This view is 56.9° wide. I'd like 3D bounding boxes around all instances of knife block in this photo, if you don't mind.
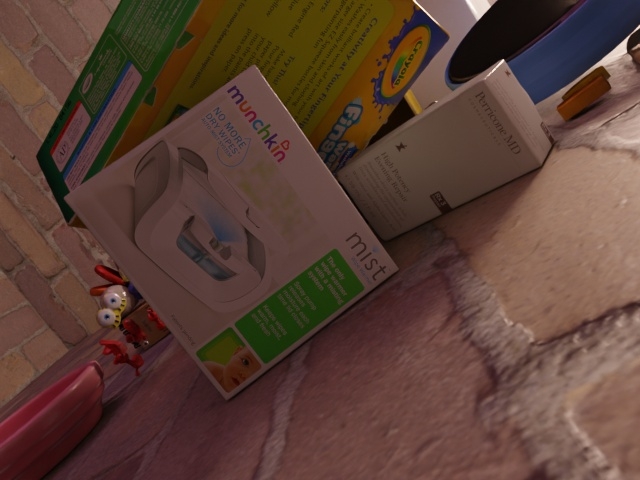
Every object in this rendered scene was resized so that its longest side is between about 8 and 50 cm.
[{"bbox_3d":[-0.374,0.160,1.438,0.276,0.088,0.242,-36,9,4],"label":"knife block"}]

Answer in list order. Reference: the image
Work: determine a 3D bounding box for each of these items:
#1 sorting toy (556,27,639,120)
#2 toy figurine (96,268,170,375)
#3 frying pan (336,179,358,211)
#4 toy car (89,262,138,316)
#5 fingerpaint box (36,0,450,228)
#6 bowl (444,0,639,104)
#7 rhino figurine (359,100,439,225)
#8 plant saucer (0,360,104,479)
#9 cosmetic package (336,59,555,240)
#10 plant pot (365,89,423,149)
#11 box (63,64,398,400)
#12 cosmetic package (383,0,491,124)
[{"bbox_3d":[0.428,-0.251,0.698,0.307,0.041,0.229,-38,3,31],"label":"sorting toy"},{"bbox_3d":[-0.217,0.077,1.084,0.218,0.191,0.362,4,51,15],"label":"toy figurine"},{"bbox_3d":[-0.086,0.036,0.799,0.326,0.197,0.053,-37,49,9],"label":"frying pan"},{"bbox_3d":[-0.457,0.089,1.392,0.182,0.136,0.159,-37,8,-8],"label":"toy car"},{"bbox_3d":[-0.095,-0.201,0.803,0.371,0.163,0.444,14,-61,-50],"label":"fingerpaint box"},{"bbox_3d":[0.361,-0.357,0.941,0.391,0.077,0.391,-43,18,18],"label":"bowl"},{"bbox_3d":[0.107,-0.091,0.876,0.243,0.106,0.073,-36,-20,10],"label":"rhino figurine"},{"bbox_3d":[-0.476,0.329,0.940,0.332,0.084,0.332,-35,9,6],"label":"plant saucer"},{"bbox_3d":[0.144,-0.100,0.715,0.231,0.117,0.085,-30,11,43],"label":"cosmetic package"},{"bbox_3d":[0.105,-0.174,1.042,0.212,0.212,0.187,-32,-4,28],"label":"plant pot"},{"bbox_3d":[-0.089,-0.010,0.648,0.231,0.261,0.127,-36,9,-5],"label":"box"},{"bbox_3d":[0.278,-0.474,1.493,0.330,0.327,0.393,-30,10,28],"label":"cosmetic package"}]
